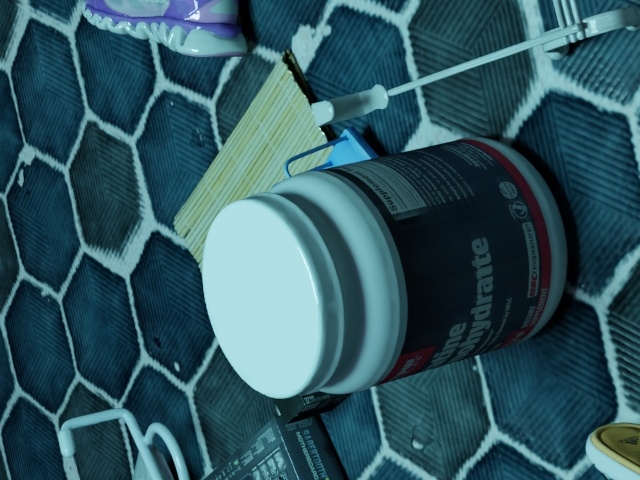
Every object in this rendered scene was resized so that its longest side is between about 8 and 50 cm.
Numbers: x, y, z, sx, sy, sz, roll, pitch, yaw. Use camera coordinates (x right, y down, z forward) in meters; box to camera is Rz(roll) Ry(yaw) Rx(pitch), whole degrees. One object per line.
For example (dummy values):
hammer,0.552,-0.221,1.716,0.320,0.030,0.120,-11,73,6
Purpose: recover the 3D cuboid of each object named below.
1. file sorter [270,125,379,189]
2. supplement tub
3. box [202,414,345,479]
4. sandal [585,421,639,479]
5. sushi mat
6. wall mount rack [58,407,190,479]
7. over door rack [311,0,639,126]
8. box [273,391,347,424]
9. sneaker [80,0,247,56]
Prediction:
file sorter,0.000,0.000,1.874,0.118,0.104,0.170,50,138,18
supplement tub,0.057,0.023,1.670,0.191,0.272,0.191,23,119,49
box,-0.044,0.307,2.085,0.233,0.059,0.183,-47,60,51
sandal,0.303,0.172,1.529,0.265,0.102,0.076,23,121,51
sushi mat,-0.067,-0.045,2.040,0.151,0.019,0.316,60,142,20
wall mount rack,-0.220,0.374,2.236,0.350,0.130,0.304,108,142,-53
over door rack,0.111,-0.252,1.632,0.324,0.108,0.239,-14,90,42
box,-0.019,0.134,1.993,0.052,0.062,0.083,-48,62,51
sneaker,-0.160,-0.259,2.044,0.236,0.095,0.104,19,110,45
